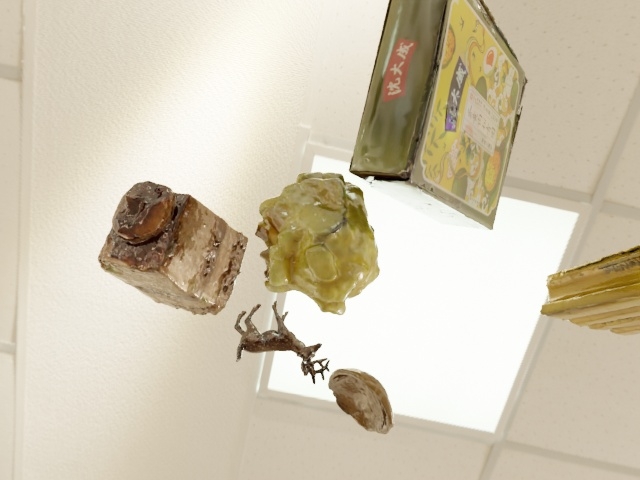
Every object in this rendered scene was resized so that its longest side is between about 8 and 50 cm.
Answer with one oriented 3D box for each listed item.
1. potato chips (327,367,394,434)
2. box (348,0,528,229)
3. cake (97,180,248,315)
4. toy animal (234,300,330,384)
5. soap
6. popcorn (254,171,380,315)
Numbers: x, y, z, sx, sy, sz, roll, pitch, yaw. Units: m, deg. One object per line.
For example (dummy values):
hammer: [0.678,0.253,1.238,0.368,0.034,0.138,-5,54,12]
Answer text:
potato chips: [0.083,0.302,0.935,0.150,0.049,0.202,48,-32,20]
box: [0.259,-0.245,0.977,0.138,0.420,0.374,12,-93,40]
cake: [-0.311,0.015,1.005,0.196,0.293,0.199,9,-112,27]
toy animal: [-0.111,0.286,1.340,0.243,0.260,0.087,-8,-45,-9]
soap: [0.568,0.088,0.850,0.204,0.324,0.096,13,-109,-10]
popcorn: [0.000,0.000,0.914,0.251,0.287,0.215,13,-51,-22]
